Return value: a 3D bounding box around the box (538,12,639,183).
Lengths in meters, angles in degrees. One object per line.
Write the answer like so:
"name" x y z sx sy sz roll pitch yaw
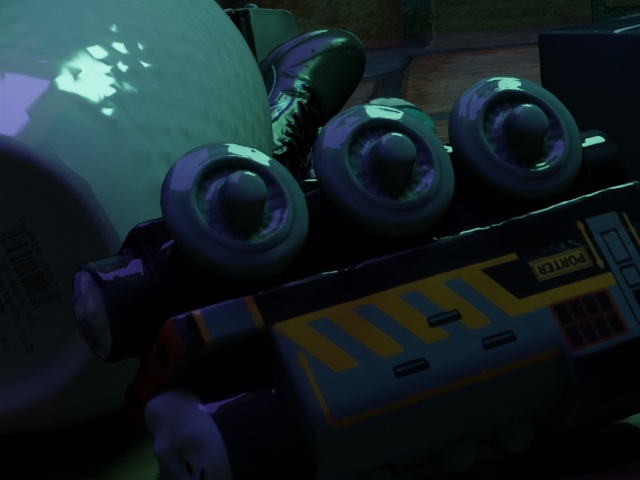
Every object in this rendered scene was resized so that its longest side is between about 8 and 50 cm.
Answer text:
"box" 0.409 -0.104 1.607 0.312 0.179 0.343 -15 14 -38

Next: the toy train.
"toy train" 0.042 0.034 1.035 0.334 0.190 0.142 -15 -22 -29

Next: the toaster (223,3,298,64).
"toaster" -0.110 -0.180 2.328 0.168 0.185 0.110 -7 5 37

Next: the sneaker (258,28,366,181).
"sneaker" -0.039 -0.085 1.790 0.267 0.101 0.106 -47 39 -17

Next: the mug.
"mug" -0.187 -0.070 1.203 0.276 0.374 0.328 -9 17 7

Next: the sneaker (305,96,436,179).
"sneaker" 0.065 -0.058 1.830 0.110 0.107 0.275 17 21 12

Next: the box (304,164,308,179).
"box" -0.092 -0.055 1.960 0.159 0.044 0.233 -6 10 -2
